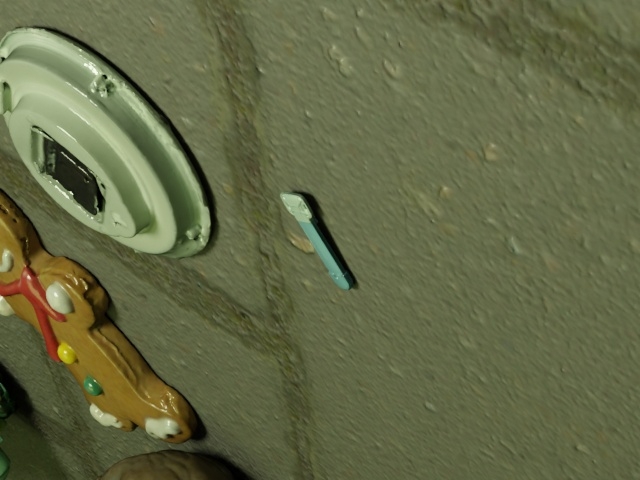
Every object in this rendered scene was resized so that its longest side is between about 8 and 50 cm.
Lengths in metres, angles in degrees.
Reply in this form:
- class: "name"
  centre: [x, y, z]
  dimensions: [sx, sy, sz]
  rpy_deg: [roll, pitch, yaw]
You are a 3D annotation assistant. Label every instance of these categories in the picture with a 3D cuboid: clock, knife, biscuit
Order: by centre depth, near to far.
- class: "knife"
  centre: [0.000, 0.000, 1.267]
  dimensions: [0.027, 0.010, 0.096]
  rpy_deg: [11, 140, 48]
- class: "clock"
  centre: [-0.189, -0.066, 1.403]
  dimensions: [0.236, 0.053, 0.236]
  rpy_deg: [35, 151, 22]
- class: "biscuit"
  centre: [-0.268, 0.074, 1.732]
  dimensions: [0.216, 0.047, 0.340]
  rpy_deg: [0, 129, 55]

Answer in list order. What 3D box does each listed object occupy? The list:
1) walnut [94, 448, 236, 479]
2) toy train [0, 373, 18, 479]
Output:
- class: "walnut"
  centre: [-0.147, 0.312, 1.736]
  dimensions: [0.224, 0.224, 0.224]
  rpy_deg: [35, 152, 21]
- class: "toy train"
  centre: [-0.546, 0.129, 2.094]
  dimensions: [0.442, 0.179, 0.272]
  rpy_deg: [52, 162, -13]
